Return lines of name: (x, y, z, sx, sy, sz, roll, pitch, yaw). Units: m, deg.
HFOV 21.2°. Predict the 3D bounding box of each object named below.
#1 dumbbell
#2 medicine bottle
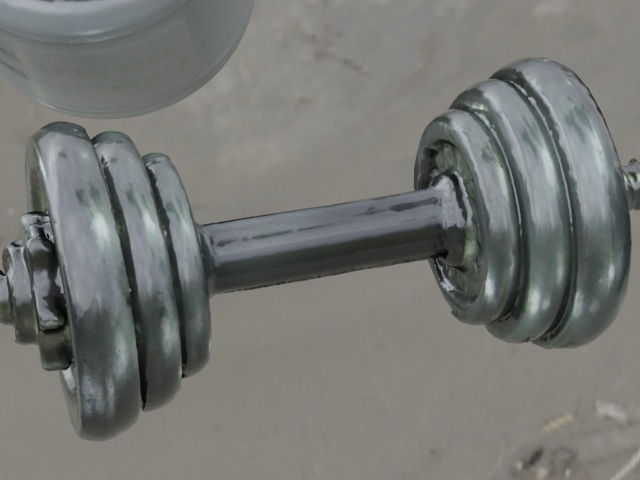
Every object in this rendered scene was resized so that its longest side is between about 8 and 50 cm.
dumbbell: (0.000, 0.000, 0.977, 0.406, 0.179, 0.179, -10, 46, -15)
medicine bottle: (-0.182, -0.257, 1.323, 0.245, 0.306, 0.245, -1, 68, 4)
